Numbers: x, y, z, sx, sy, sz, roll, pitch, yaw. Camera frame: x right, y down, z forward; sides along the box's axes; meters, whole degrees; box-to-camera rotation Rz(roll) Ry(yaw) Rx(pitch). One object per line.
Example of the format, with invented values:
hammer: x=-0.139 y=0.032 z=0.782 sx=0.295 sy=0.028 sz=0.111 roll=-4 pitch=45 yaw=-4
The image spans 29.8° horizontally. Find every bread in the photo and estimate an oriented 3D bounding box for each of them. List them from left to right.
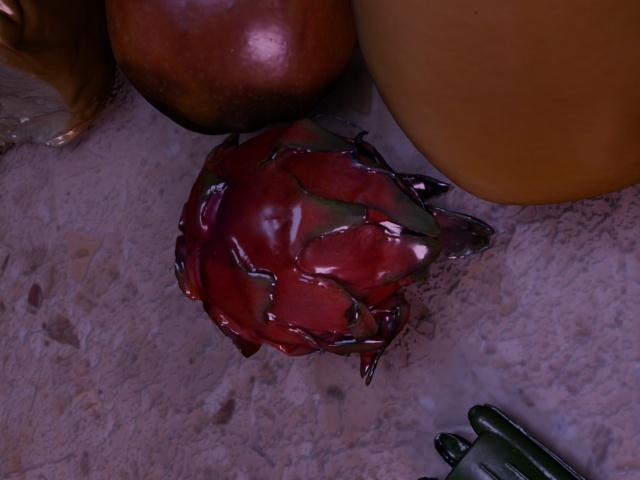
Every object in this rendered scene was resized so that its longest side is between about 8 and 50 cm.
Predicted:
bread: x=-0.315 y=-0.225 z=1.114 sx=0.225 sy=0.279 sz=0.250 roll=-14 pitch=75 yaw=7
bread: x=0.188 y=-0.218 z=0.815 sx=0.253 sy=0.376 sz=0.348 roll=29 pitch=67 yaw=27

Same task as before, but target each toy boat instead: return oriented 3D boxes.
toy boat: x=0.167 y=0.218 z=0.925 sx=0.210 sy=0.052 sz=0.104 roll=38 pitch=94 yaw=24

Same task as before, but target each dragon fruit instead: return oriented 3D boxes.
dragon fruit: x=0.000 y=0.000 z=0.976 sx=0.274 sy=0.193 sz=0.192 roll=-5 pitch=51 yaw=23

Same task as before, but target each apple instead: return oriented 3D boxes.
apple: x=-0.072 y=-0.199 z=1.027 sx=0.230 sy=0.230 sz=0.230 roll=-5 pitch=78 yaw=24
